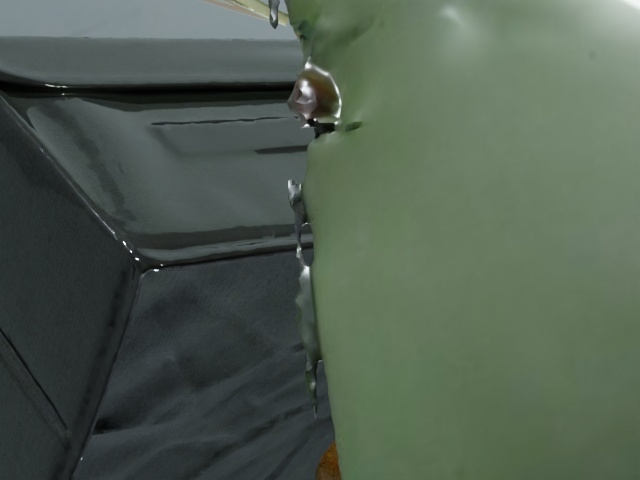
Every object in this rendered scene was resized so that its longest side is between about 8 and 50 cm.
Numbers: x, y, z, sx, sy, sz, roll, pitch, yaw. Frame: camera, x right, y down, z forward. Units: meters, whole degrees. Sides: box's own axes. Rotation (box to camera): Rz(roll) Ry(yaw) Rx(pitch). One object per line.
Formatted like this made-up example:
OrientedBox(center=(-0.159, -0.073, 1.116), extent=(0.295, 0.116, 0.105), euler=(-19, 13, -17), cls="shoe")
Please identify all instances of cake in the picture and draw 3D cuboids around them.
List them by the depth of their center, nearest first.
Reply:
OrientedBox(center=(0.098, -0.048, 0.395), extent=(0.172, 0.158, 0.283), euler=(-19, 68, 29), cls="cake")

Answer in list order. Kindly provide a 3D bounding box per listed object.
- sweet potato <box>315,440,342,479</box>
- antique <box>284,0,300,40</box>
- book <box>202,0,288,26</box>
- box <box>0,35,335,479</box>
OrientedBox(center=(0.049, 0.120, 0.665), extent=(0.117, 0.049, 0.049), euler=(10, 118, 40), cls="sweet potato")
OrientedBox(center=(0.112, -0.244, 1.490), extent=(0.284, 0.125, 0.150), euler=(-6, 104, 38), cls="antique")
OrientedBox(center=(-0.165, -0.253, 1.307), extent=(0.242, 0.170, 0.018), euler=(22, 94, 28), cls="book")
OrientedBox(center=(-0.056, 0.031, 0.855), extent=(0.345, 0.204, 0.251), euler=(-7, 133, -41), cls="box")
